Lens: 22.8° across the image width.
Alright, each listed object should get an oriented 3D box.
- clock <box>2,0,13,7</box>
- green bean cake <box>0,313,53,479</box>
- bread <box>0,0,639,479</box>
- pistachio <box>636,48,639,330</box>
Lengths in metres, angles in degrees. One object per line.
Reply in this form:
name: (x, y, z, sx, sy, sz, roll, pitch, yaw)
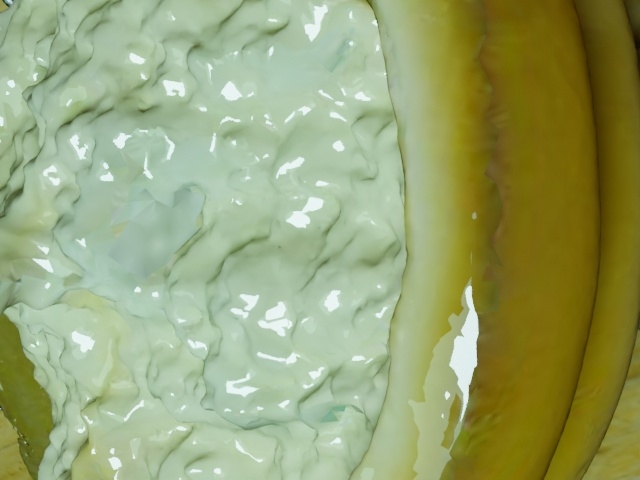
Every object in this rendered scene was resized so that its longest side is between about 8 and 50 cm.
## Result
clock: (-0.116, -0.183, 0.888, 0.184, 0.040, 0.184, 10, 122, 16)
green bean cake: (-0.089, 0.062, 0.967, 0.224, 0.131, 0.230, -16, 115, 30)
bread: (-0.009, -0.002, 0.766, 0.329, 0.245, 0.424, 4, 96, 25)
pistachio: (0.186, -0.013, 0.836, 0.185, 0.126, 0.108, 60, 163, -20)
